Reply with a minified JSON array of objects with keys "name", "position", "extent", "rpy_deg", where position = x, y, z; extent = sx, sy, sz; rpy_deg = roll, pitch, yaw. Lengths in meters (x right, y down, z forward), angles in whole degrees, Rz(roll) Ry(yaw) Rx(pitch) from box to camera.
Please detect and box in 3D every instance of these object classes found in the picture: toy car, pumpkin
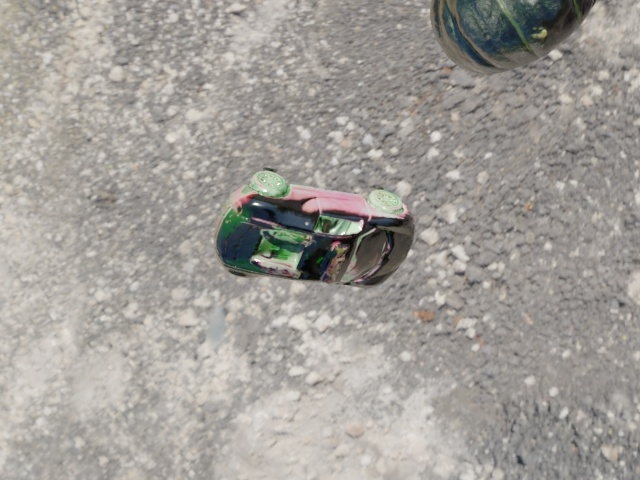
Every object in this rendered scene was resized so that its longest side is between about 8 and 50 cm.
[{"name":"toy car","position":[0.000,0.000,0.562],"extent":[0.142,0.055,0.069],"rpy_deg":[7,126,-22]},{"name":"pumpkin","position":[0.247,-0.314,1.083],"extent":[0.220,0.220,0.162],"rpy_deg":[-26,112,27]}]
